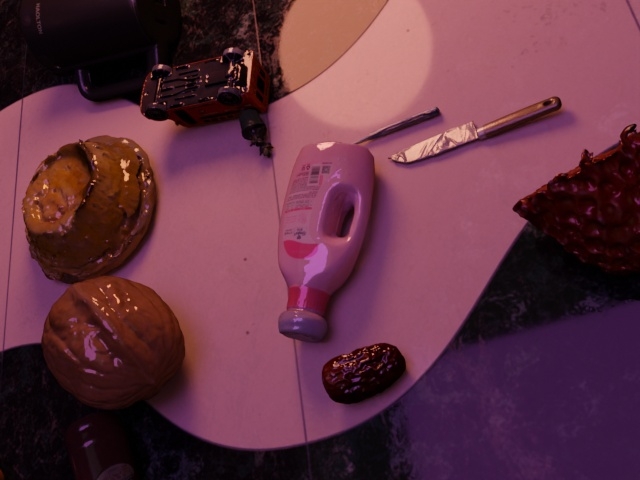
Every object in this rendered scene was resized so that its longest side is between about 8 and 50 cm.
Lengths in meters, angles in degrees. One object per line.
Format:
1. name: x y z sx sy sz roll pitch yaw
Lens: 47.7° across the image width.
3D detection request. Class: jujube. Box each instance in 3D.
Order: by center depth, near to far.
1. jujube: 0.066 0.200 1.095 0.129 0.077 0.077 -22 59 5

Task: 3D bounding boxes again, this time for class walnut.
1. walnut: -0.356 0.176 1.247 0.261 0.225 0.225 36 87 36

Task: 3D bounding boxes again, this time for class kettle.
1. kettle: -0.488 -0.471 1.612 0.307 0.203 0.262 -2 65 24

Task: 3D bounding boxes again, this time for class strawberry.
1. strawberry: 0.398 -0.043 0.992 0.233 0.234 0.178 -30 86 13

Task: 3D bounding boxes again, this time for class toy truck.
1. toy truck: -0.232 -0.293 1.445 0.252 0.114 0.108 -7 66 23

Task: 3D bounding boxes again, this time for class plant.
1. plant: -0.124 -0.201 1.385 0.051 0.051 0.102 -30 63 13

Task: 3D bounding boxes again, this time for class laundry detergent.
1. laundry detergent: 0.000 0.000 1.208 0.158 0.088 0.336 1 70 27

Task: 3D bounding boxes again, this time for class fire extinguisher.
1. fire extinguisher: -0.311 0.438 1.163 0.138 0.102 0.344 -36 56 7

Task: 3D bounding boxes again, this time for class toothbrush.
1. toothbrush: 0.106 -0.192 1.281 0.219 0.016 0.019 -19 52 21

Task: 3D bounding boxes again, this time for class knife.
1. knife: 0.249 -0.180 1.200 0.297 0.017 0.047 -20 58 23

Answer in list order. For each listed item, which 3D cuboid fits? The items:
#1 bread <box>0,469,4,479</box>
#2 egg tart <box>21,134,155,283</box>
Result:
1. bread: -0.696 0.436 1.384 0.239 0.074 0.093 13 90 33
2. egg tart: -0.500 -0.083 1.483 0.345 0.132 0.346 -12 64 25
